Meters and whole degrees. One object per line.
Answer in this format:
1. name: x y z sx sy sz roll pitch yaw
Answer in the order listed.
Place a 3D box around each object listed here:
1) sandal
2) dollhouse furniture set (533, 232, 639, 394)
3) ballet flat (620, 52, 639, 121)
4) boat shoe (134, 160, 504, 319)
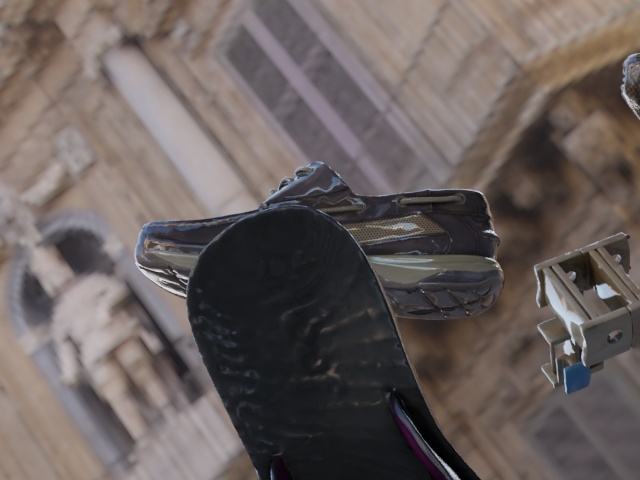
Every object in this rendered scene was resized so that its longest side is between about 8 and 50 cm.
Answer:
1. sandal: 0.036 0.176 1.198 0.167 0.446 0.107 -33 -17 5
2. dollhouse furniture set: 0.351 0.112 2.312 0.129 0.129 0.184 -20 -48 -12
3. ballet flat: 0.366 -0.117 1.956 0.084 0.058 0.250 -53 -42 -6
4. boat shoe: 0.000 0.000 1.835 0.355 0.130 0.132 3 -21 -1
